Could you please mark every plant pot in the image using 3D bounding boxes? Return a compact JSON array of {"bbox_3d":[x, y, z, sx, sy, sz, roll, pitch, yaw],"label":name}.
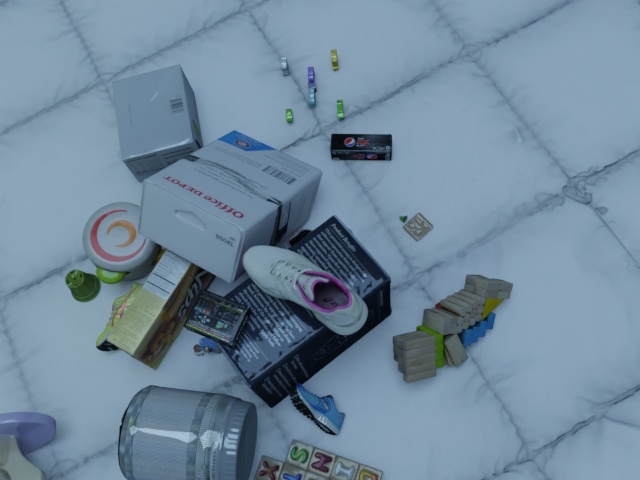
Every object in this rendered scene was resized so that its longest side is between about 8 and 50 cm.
[{"bbox_3d":[-0.638,0.113,1.970,0.083,0.079,0.083,-2,67,6],"label":"plant pot"}]

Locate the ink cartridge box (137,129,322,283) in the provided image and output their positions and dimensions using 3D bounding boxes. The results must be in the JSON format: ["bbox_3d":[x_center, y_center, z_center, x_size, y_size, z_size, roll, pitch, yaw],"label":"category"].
[{"bbox_3d":[-0.219,-0.098,1.856,0.286,0.166,0.395,26,35,16],"label":"ink cartridge box"}]

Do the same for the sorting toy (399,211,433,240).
[{"bbox_3d":[0.250,-0.045,1.973,0.062,0.012,0.083,-42,73,-6],"label":"sorting toy"}]

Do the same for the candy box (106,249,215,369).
[{"bbox_3d":[-0.387,0.155,1.869,0.088,0.183,0.316,26,73,14],"label":"candy box"}]

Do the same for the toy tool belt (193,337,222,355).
[{"bbox_3d":[-0.287,0.264,1.886,0.083,0.051,0.052,-8,67,3],"label":"toy tool belt"}]

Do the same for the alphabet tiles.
[{"bbox_3d":[-0.007,0.629,1.695,0.343,0.011,0.285,16,71,16],"label":"alphabet tiles"}]

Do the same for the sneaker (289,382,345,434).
[{"bbox_3d":[-0.006,0.394,1.784,0.162,0.063,0.073,45,61,-14],"label":"sneaker"}]

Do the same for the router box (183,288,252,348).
[{"bbox_3d":[-0.222,0.169,1.608,0.123,0.038,0.092,20,72,15],"label":"router box"}]

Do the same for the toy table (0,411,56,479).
[{"bbox_3d":[-0.765,0.522,1.745,0.274,0.252,0.160,-21,51,10],"label":"toy table"}]

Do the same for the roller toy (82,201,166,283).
[{"bbox_3d":[-0.517,0.005,1.965,0.209,0.146,0.191,-32,77,-13],"label":"roller toy"}]

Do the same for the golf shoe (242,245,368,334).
[{"bbox_3d":[-0.038,0.082,1.569,0.306,0.140,0.115,27,75,17],"label":"golf shoe"}]

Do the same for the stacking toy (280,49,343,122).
[{"bbox_3d":[-0.025,-0.445,2.143,0.167,0.052,0.221,-6,68,4],"label":"stacking toy"}]

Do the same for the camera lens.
[{"bbox_3d":[-0.297,0.446,1.661,0.275,0.219,0.219,5,69,8],"label":"camera lens"}]

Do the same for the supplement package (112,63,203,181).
[{"bbox_3d":[-0.453,-0.329,2.092,0.204,0.145,0.261,-14,68,1],"label":"supplement package"}]

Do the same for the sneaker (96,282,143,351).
[{"bbox_3d":[-0.514,0.196,1.931,0.094,0.081,0.208,31,68,24],"label":"sneaker"}]

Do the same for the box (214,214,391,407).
[{"bbox_3d":[-0.044,0.176,1.764,0.396,0.293,0.212,-36,69,-9],"label":"box"}]

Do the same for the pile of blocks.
[{"bbox_3d":[0.315,0.210,1.829,0.362,0.148,0.113,-34,25,-17],"label":"pile of blocks"}]

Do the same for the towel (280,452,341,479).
[{"bbox_3d":[0.000,0.662,1.705,0.209,0.034,0.285,-31,66,-4],"label":"towel"}]

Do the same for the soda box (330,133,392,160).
[{"bbox_3d":[0.113,-0.258,2.052,0.169,0.053,0.060,2,68,6],"label":"soda box"}]

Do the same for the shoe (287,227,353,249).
[{"bbox_3d":[0.000,0.000,1.945,0.178,0.081,0.063,-18,67,-1],"label":"shoe"}]
